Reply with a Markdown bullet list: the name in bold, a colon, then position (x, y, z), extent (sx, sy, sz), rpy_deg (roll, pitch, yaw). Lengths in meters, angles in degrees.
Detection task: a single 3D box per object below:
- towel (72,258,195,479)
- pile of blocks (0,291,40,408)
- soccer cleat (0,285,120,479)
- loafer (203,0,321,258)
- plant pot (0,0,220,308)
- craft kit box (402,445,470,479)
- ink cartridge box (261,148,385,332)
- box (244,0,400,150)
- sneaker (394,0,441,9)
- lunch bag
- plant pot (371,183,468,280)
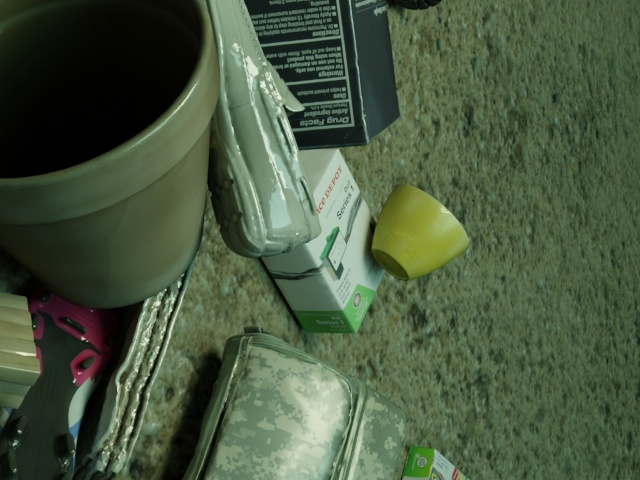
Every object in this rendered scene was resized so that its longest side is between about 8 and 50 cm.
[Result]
- **towel**: position (-0.216, 0.144, 1.580), extent (0.049, 0.187, 0.282), rpy_deg (22, 63, -12)
- **pile of blocks**: position (-0.433, 0.131, 1.315), extent (0.362, 0.149, 0.112), rpy_deg (-9, 142, -48)
- **soccer cleat**: position (-0.307, 0.176, 1.501), extent (0.116, 0.143, 0.331), rpy_deg (30, 39, -18)
- **loafer**: position (-0.076, -0.141, 1.514), extent (0.112, 0.112, 0.319), rpy_deg (-13, 93, -27)
- **plant pot**: position (-0.241, -0.088, 1.442), extent (0.280, 0.323, 0.323), rpy_deg (77, 32, -50)
- **craft kit box**: position (0.189, 0.498, 2.313), extent (0.250, 0.061, 0.246), rpy_deg (45, 57, -48)
- **ink cartridge box**: position (0.000, 0.000, 1.968), extent (0.219, 0.093, 0.160), rpy_deg (61, 42, -38)
- **box**: position (-0.082, -0.255, 1.627), extent (0.183, 0.296, 0.294), rpy_deg (-41, 126, -69)
- **sneaker**: position (0.102, -0.480, 2.136), extent (0.283, 0.107, 0.124), rpy_deg (49, 36, -51)
- **lunch bag**: position (-0.060, 0.294, 1.794), extent (0.256, 0.213, 0.305), rpy_deg (37, 58, -33)
- **plant pot**: position (0.127, 0.001, 1.984), extent (0.095, 0.134, 0.134), rpy_deg (-49, 134, -16)
